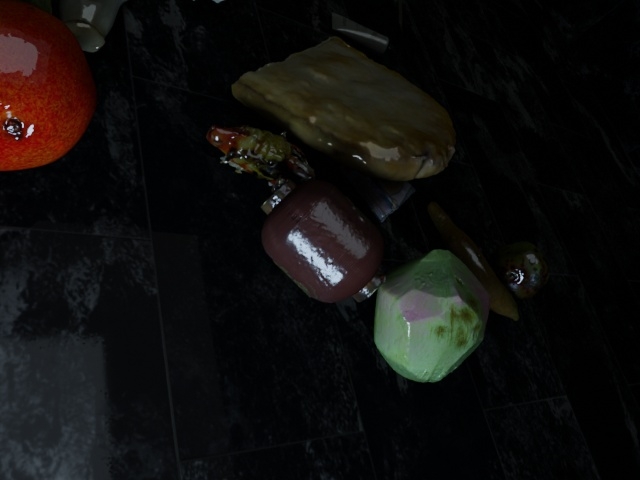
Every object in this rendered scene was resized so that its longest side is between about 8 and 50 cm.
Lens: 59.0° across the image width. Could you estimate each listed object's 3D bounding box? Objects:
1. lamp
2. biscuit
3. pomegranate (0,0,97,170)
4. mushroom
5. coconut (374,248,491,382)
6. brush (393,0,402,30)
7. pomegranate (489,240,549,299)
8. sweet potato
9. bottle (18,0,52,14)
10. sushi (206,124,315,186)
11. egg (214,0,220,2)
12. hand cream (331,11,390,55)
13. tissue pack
[{"bbox_3d":[0.000,0.000,0.992,0.258,0.180,0.180,45,43,-3],"label":"lamp"},{"bbox_3d":[0.093,-0.288,1.252,0.446,0.104,0.429,31,39,5],"label":"biscuit"},{"bbox_3d":[-0.416,-0.213,0.744,0.221,0.221,0.256,-11,42,-44],"label":"pomegranate"},{"bbox_3d":[-0.387,-0.464,1.027,0.109,0.097,0.351,29,51,-19],"label":"mushroom"},{"bbox_3d":[0.201,0.128,1.026,0.236,0.236,0.204,36,6,-17],"label":"coconut"},{"bbox_3d":[0.247,-0.743,1.810,0.034,0.027,0.190,57,30,-54],"label":"brush"},{"bbox_3d":[0.484,0.075,1.390,0.148,0.148,0.169,66,10,15],"label":"pomegranate"},{"bbox_3d":[0.347,0.056,1.319,0.346,0.079,0.108,56,14,7],"label":"sweet potato"},{"bbox_3d":[-0.500,-0.452,0.903,0.112,0.112,0.260,2,61,-40],"label":"bottle"},{"bbox_3d":[-0.109,-0.162,1.060,0.226,0.103,0.097,24,76,-30],"label":"sushi"},{"bbox_3d":[-0.239,-0.654,1.220,0.161,0.206,0.271,-8,53,-9],"label":"egg"},{"bbox_3d":[0.112,-0.566,1.559,0.186,0.054,0.087,19,47,-22],"label":"hand cream"},{"bbox_3d":[0.127,-0.134,1.261,0.155,0.065,0.115,51,41,-2],"label":"tissue pack"}]
